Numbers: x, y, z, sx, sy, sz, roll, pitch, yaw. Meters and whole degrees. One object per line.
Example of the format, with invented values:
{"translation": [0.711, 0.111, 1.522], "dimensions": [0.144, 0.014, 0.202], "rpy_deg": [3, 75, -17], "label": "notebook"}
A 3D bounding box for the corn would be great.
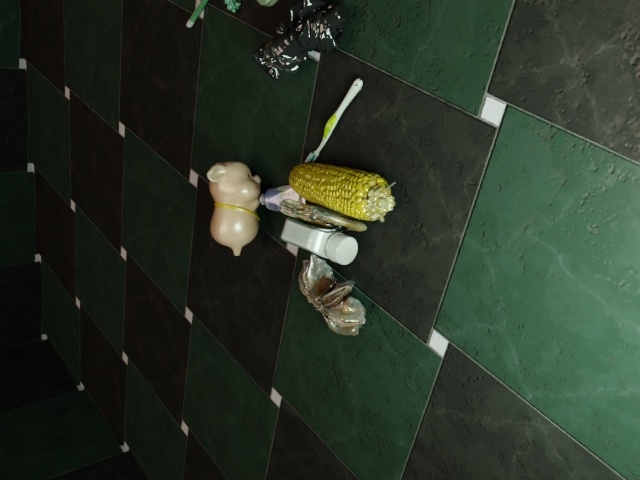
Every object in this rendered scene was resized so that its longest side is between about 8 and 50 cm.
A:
{"translation": [0.037, -0.118, 1.473], "dimensions": [0.305, 0.106, 0.106], "rpy_deg": [23, 119, 49], "label": "corn"}

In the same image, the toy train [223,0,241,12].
{"translation": [-0.228, -0.624, 1.696], "dimensions": [0.045, 0.029, 0.092], "rpy_deg": [-28, 83, 35], "label": "toy train"}

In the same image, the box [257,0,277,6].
{"translation": [-0.083, -0.626, 1.392], "dimensions": [0.138, 0.178, 0.274], "rpy_deg": [-42, 70, 49], "label": "box"}

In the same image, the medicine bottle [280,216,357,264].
{"translation": [0.000, 0.000, 1.540], "dimensions": [0.183, 0.119, 0.069], "rpy_deg": [24, 96, 46], "label": "medicine bottle"}

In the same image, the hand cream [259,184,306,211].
{"translation": [-0.095, -0.104, 1.690], "dimensions": [0.142, 0.053, 0.084], "rpy_deg": [5, 105, 40], "label": "hand cream"}

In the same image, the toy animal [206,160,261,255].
{"translation": [-0.223, -0.086, 1.761], "dimensions": [0.165, 0.149, 0.248], "rpy_deg": [-160, 62, -75], "label": "toy animal"}

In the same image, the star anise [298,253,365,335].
{"translation": [0.020, 0.120, 1.554], "dimensions": [0.236, 0.093, 0.229], "rpy_deg": [38, 156, 50], "label": "star anise"}

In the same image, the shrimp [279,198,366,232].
{"translation": [-0.007, -0.051, 1.480], "dimensions": [0.219, 0.152, 0.046], "rpy_deg": [17, 97, 20], "label": "shrimp"}

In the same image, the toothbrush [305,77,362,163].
{"translation": [0.030, -0.262, 1.500], "dimensions": [0.022, 0.026, 0.263], "rpy_deg": [57, 136, 21], "label": "toothbrush"}

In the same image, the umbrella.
{"translation": [-0.040, -0.443, 1.455], "dimensions": [0.272, 0.110, 0.122], "rpy_deg": [-15, 81, 53], "label": "umbrella"}

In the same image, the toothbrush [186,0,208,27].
{"translation": [-0.303, -0.647, 1.786], "dimensions": [0.257, 0.018, 0.024], "rpy_deg": [-33, 73, 51], "label": "toothbrush"}
